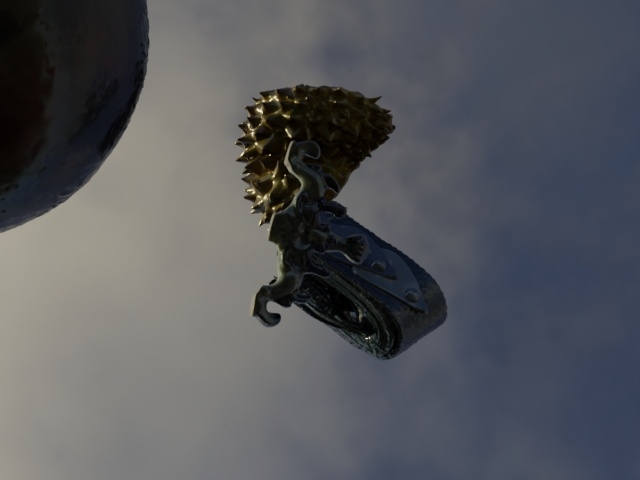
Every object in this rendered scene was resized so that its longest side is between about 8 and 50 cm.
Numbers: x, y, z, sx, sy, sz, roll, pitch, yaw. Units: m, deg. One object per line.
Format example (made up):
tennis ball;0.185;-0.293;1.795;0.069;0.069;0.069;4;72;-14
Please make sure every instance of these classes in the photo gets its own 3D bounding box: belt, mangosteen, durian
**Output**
belt;0.038;0.062;1.249;0.218;0.128;0.122;34;-42;30
mangosteen;-0.264;-0.128;0.630;0.306;0.359;0.305;-1;-67;-3
durian;-0.018;-0.091;1.093;0.182;0.132;0.165;18;-63;49

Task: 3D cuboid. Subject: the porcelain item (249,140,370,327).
porcelain item;0.000;0.000;0.715;0.075;0.021;0.136;14;-101;-10
